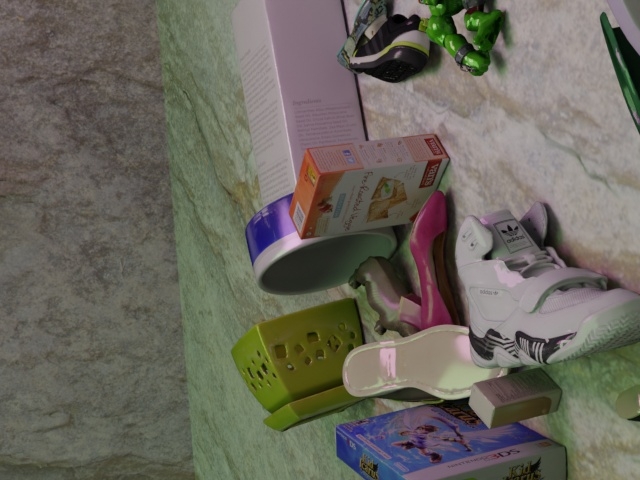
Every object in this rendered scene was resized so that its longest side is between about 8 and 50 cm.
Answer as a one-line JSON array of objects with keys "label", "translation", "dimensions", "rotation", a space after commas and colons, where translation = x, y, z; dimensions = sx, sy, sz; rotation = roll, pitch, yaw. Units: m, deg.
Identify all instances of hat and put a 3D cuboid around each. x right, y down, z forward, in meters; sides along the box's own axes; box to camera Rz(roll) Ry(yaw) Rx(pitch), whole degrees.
[{"label": "hat", "translation": [0.406, -0.197, 1.005], "dimensions": [0.208, 0.184, 0.173], "rotation": [36, -143, -61]}]

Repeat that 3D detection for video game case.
[{"label": "video game case", "translation": [0.186, 0.315, 1.441], "dimensions": [0.269, 0.244, 0.061], "rotation": [-161, 66, -65]}]

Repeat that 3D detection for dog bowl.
[{"label": "dog bowl", "translation": [0.000, 0.000, 1.753], "dimensions": [0.265, 0.265, 0.104], "rotation": [123, 135, -59]}]

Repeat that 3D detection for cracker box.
[{"label": "cracker box", "translation": [0.077, -0.088, 1.572], "dimensions": [0.155, 0.232, 0.067], "rotation": [107, 146, -48]}]

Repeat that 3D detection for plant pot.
[{"label": "plant pot", "translation": [-0.031, 0.267, 2.000], "dimensions": [0.207, 0.227, 0.228], "rotation": [70, 156, 13]}]

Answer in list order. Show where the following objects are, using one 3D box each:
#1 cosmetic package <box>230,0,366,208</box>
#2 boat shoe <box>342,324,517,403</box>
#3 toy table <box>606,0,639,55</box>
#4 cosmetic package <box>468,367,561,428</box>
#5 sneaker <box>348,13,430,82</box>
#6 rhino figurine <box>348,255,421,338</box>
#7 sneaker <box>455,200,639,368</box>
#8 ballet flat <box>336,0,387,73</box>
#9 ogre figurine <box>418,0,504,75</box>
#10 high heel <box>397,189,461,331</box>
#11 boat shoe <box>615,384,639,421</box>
[{"label": "cosmetic package", "translation": [-0.041, -0.270, 1.889], "dimensions": [0.230, 0.162, 0.453], "rotation": [163, 97, -69]}, {"label": "boat shoe", "translation": [0.183, 0.206, 1.545], "dimensions": [0.324, 0.097, 0.116], "rotation": [-15, 67, 42]}, {"label": "toy table", "translation": [0.358, -0.249, 0.832], "dimensions": [0.274, 0.252, 0.161], "rotation": [50, 172, -8]}, {"label": "cosmetic package", "translation": [0.274, 0.222, 1.360], "dimensions": [0.060, 0.115, 0.041], "rotation": [-127, 35, -51]}, {"label": "sneaker", "translation": [0.126, -0.324, 1.606], "dimensions": [0.235, 0.084, 0.097], "rotation": [9, 83, 66]}, {"label": "rhino figurine", "translation": [0.136, 0.131, 1.721], "dimensions": [0.243, 0.073, 0.106], "rotation": [58, 156, 23]}, {"label": "sneaker", "translation": [0.280, 0.051, 1.249], "dimensions": [0.366, 0.137, 0.210], "rotation": [150, 107, -70]}, {"label": "ballet flat", "translation": [0.086, -0.361, 1.696], "dimensions": [0.188, 0.070, 0.070], "rotation": [120, 136, -60]}, {"label": "ogre figurine", "translation": [0.202, -0.342, 1.367], "dimensions": [0.118, 0.097, 0.197], "rotation": [24, 137, 44]}, {"label": "high heel", "translation": [0.200, 0.046, 1.568], "dimensions": [0.117, 0.082, 0.244], "rotation": [20, 106, 29]}, {"label": "boat shoe", "translation": [0.403, 0.188, 1.133], "dimensions": [0.133, 0.042, 0.048], "rotation": [136, 143, -64]}]
